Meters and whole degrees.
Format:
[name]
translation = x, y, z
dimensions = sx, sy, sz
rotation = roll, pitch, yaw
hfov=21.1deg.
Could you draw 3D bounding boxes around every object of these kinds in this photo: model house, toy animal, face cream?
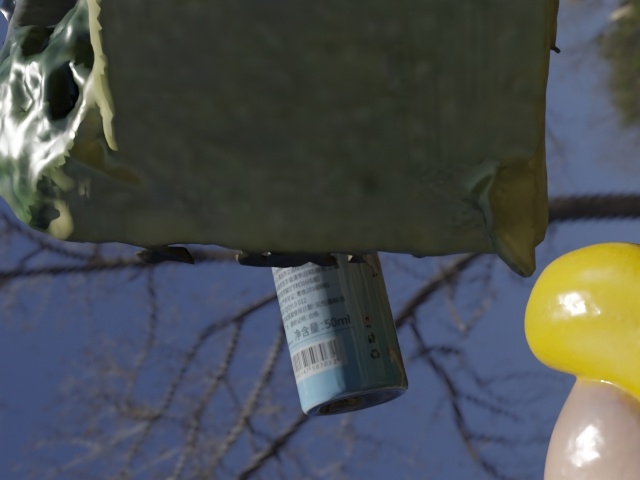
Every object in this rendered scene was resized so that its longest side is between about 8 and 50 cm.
[model house]
translation = -0.019, -0.180, 0.687
dimensions = 0.266, 0.261, 0.321
rotation = 92, 180, -51
[toy animal]
translation = 0.358, 0.160, 1.585
dimensions = 0.247, 0.277, 0.345
rotation = 6, -102, -41
[face cream]
translation = 0.000, 0.000, 1.167
dimensions = 0.075, 0.075, 0.229
rotation = 17, -122, -63
